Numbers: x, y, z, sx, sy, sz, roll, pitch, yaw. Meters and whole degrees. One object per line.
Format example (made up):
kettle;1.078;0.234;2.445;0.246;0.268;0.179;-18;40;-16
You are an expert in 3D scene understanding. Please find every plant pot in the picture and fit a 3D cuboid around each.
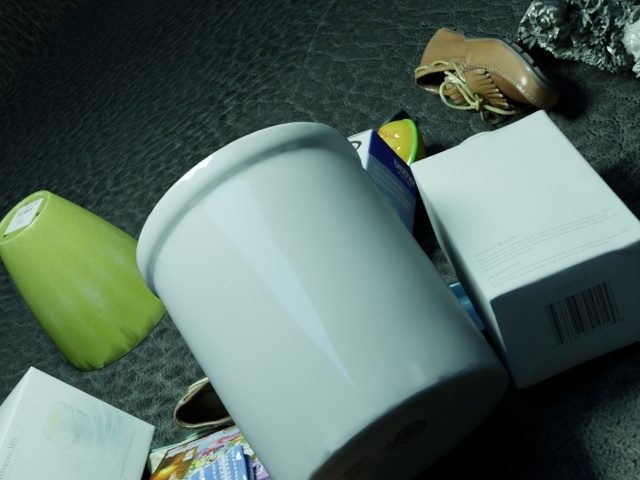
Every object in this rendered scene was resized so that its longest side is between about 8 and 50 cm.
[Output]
plant pot;-0.473;0.052;2.216;0.275;0.293;0.275;-29;31;20

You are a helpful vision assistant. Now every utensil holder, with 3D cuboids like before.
utensil holder;0.004;0.100;1.438;0.327;0.327;0.385;-38;64;4

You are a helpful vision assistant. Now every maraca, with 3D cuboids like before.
maraca;0.125;-0.121;1.971;0.127;0.099;0.185;-34;43;56

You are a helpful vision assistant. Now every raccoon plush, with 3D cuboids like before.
raccoon plush;0.489;-0.329;1.824;0.216;0.299;0.446;-54;-3;5

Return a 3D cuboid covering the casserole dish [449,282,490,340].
casserole dish;0.190;0.112;1.637;0.188;0.037;0.114;-20;35;30

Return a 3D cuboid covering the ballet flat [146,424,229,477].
ballet flat;-0.199;0.331;1.785;0.168;0.057;0.052;-26;60;30

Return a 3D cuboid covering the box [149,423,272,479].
box;-0.118;0.321;1.617;0.293;0.057;0.201;-24;16;21

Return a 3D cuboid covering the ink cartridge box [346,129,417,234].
ink cartridge box;0.000;0.000;1.830;0.270;0.151;0.395;-17;48;33

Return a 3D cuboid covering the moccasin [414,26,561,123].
moccasin;0.271;-0.270;1.966;0.147;0.139;0.380;-55;34;0

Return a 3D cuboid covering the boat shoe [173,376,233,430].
boat shoe;-0.107;0.219;1.689;0.257;0.095;0.095;-31;-3;29

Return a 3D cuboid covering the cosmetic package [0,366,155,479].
cosmetic package;-0.398;0.352;1.761;0.138;0.225;0.224;-49;21;37

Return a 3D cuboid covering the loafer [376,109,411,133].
loafer;0.108;-0.169;2.089;0.061;0.062;0.170;-8;41;51

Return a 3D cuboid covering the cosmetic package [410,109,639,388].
cosmetic package;0.278;-0.003;1.534;0.217;0.156;0.385;-21;30;3

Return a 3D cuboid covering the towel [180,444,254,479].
towel;-0.228;0.412;1.457;0.336;0.040;0.243;-30;30;12
